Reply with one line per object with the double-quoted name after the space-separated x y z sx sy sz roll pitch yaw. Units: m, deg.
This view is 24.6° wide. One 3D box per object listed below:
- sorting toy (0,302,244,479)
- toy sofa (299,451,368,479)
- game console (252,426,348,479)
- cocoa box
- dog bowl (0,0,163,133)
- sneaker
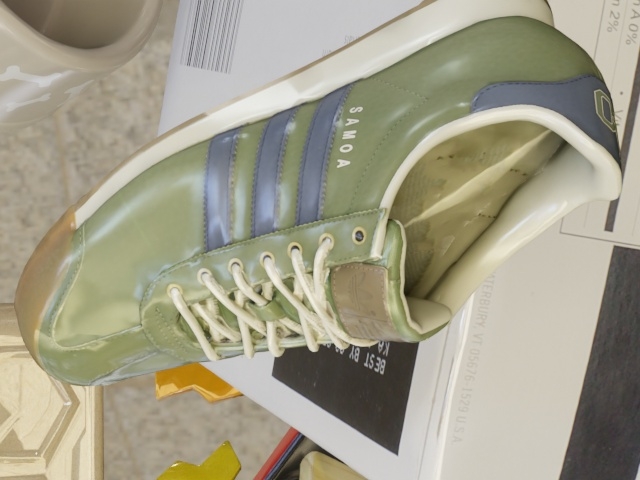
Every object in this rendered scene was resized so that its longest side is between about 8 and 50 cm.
-0.200 0.153 0.968 0.041 0.307 0.229 98 171 -75 "sorting toy"
-0.047 0.336 1.073 0.150 0.362 0.177 30 -145 -19 "toy sofa"
0.065 0.349 1.427 0.386 0.060 0.342 33 -87 -23 "game console"
0.081 -0.022 0.708 0.228 0.347 0.231 8 -84 -27 "cocoa box"
-0.234 -0.255 1.045 0.349 0.102 0.348 38 -135 -51 "dog bowl"
0.000 0.000 0.425 0.064 0.192 0.086 56 -176 -43 "sneaker"
